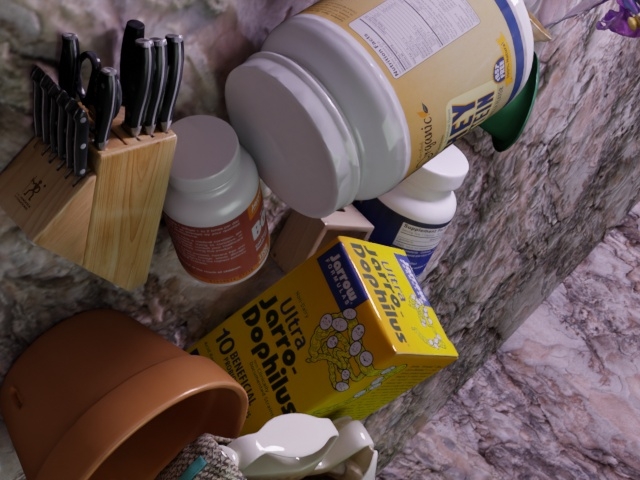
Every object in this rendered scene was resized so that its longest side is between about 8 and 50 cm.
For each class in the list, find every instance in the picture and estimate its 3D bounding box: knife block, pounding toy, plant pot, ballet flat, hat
[{"bbox_3d":[-0.201,-0.090,0.925,0.242,0.088,0.276,-47,155,-1],"label":"knife block"},{"bbox_3d":[0.000,0.000,1.399,0.141,0.100,0.130,2,126,-46],"label":"pounding toy"},{"bbox_3d":[-0.264,0.223,1.141,0.291,0.203,0.291,-37,154,-22],"label":"plant pot"},{"bbox_3d":[-0.025,0.314,1.213,0.182,0.164,0.482,-54,148,11],"label":"ballet flat"},{"bbox_3d":[0.243,-0.247,1.497,0.173,0.183,0.209,114,-12,-47],"label":"hat"}]

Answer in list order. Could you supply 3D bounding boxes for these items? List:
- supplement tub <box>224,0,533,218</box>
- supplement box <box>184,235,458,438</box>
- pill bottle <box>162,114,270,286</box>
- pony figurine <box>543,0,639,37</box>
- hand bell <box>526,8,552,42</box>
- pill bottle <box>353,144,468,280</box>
[{"bbox_3d":[0.069,-0.188,1.055,0.316,0.228,0.228,-36,153,-24],"label":"supplement tub"},{"bbox_3d":[-0.012,0.178,1.355,0.356,0.194,0.195,-37,154,24],"label":"supplement box"},{"bbox_3d":[-0.128,-0.046,1.069,0.121,0.121,0.216,-39,154,-19],"label":"pill bottle"},{"bbox_3d":[0.522,-0.412,1.407,0.351,0.364,0.303,-34,164,8],"label":"pony figurine"},{"bbox_3d":[0.217,-0.265,1.371,0.242,0.126,0.126,-44,158,23],"label":"hand bell"},{"bbox_3d":[0.127,-0.037,1.458,0.153,0.153,0.265,-18,142,-47],"label":"pill bottle"}]
